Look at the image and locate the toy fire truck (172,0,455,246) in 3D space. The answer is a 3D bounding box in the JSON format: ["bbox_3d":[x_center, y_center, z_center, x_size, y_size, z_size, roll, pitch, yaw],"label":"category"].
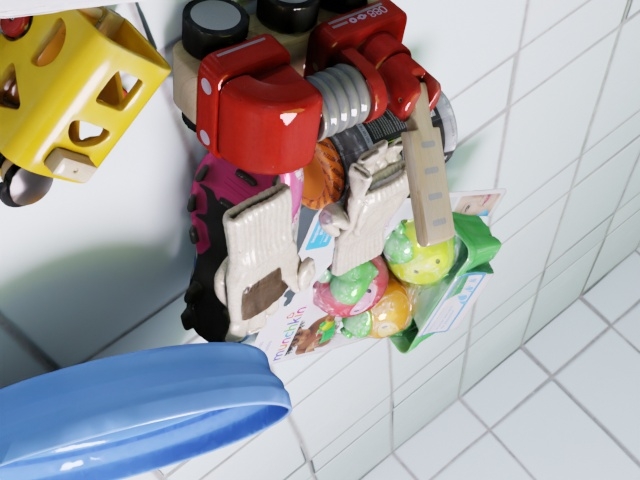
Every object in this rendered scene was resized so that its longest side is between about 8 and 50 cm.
[{"bbox_3d":[0.015,-0.107,0.762,0.217,0.246,0.158,-28,149,-29],"label":"toy fire truck"}]

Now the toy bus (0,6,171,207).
[{"bbox_3d":[-0.206,-0.089,0.640,0.191,0.104,0.202,-30,151,-26],"label":"toy bus"}]

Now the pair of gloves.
[{"bbox_3d":[0.000,0.000,0.883,0.240,0.042,0.204,-26,150,-29],"label":"pair of gloves"}]

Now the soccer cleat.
[{"bbox_3d":[-0.078,-0.018,0.959,0.143,0.116,0.331,-46,163,-45],"label":"soccer cleat"}]

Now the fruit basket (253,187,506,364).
[{"bbox_3d":[0.085,0.064,1.236,0.353,0.165,0.327,-13,142,-41],"label":"fruit basket"}]

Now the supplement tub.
[{"bbox_3d":[0.055,-0.109,0.971,0.190,0.117,0.117,-25,149,-33],"label":"supplement tub"}]

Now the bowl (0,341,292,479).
[{"bbox_3d":[-0.227,0.205,0.936,0.391,0.077,0.391,-16,162,-5],"label":"bowl"}]

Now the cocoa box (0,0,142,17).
[{"bbox_3d":[-0.225,-0.217,0.266,0.347,0.228,0.231,-21,149,-38],"label":"cocoa box"}]
